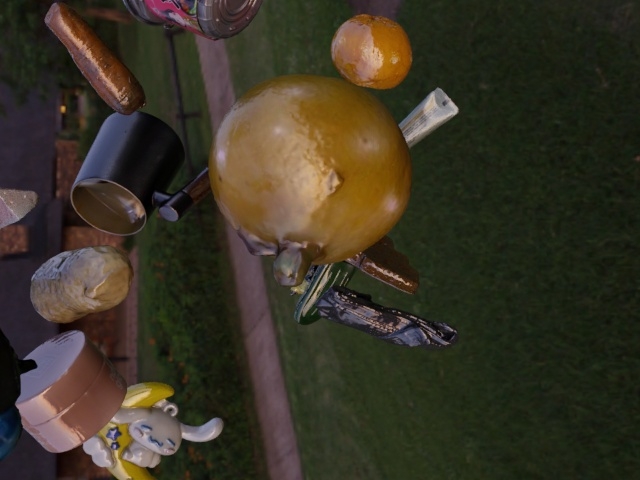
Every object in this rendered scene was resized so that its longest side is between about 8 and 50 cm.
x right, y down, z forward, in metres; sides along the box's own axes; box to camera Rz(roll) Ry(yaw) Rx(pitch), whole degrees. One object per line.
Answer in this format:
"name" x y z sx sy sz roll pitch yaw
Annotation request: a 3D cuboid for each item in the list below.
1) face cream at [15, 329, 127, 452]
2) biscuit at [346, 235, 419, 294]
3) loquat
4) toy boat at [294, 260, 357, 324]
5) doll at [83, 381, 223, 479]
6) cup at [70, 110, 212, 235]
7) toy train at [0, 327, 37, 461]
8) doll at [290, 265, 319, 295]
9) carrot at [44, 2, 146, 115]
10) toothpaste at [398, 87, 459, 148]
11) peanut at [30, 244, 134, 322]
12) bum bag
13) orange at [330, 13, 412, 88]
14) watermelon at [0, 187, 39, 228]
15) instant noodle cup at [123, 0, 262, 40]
"face cream" -0.371 0.217 1.136 0.104 0.149 0.149 57 175 -26
"biscuit" 0.090 0.025 1.576 0.301 0.278 0.043 45 111 46
"loquat" -0.022 -0.091 1.236 0.328 0.329 0.359 126 158 -57
"toy boat" 0.012 0.101 1.709 0.052 0.104 0.210 43 108 42
"doll" -0.372 0.414 1.676 0.237 0.252 0.111 -51 13 -1
"cup" -0.320 -0.124 1.410 0.177 0.239 0.166 -74 -33 -43
"toy train" -0.454 0.134 0.776 0.265 0.300 0.188 30 132 39
"doll" 0.000 0.000 1.843 0.086 0.117 0.291 51 -128 -59
"carrot" -0.323 -0.260 1.124 0.186 0.060 0.060 52 170 -19
"toothpaste" 0.169 -0.209 1.609 0.255 0.067 0.037 -40 7 24
"peanut" -0.310 0.054 1.009 0.214 0.100 0.099 -15 74 55
"bum bag" 0.114 0.140 1.360 0.060 0.248 0.123 -67 7 -23
"orange" 0.051 -0.187 0.778 0.083 0.083 0.070 -131 47 -62
"watermelon" -0.670 -0.075 1.552 0.094 0.241 0.154 -67 -34 -41
"instant noodle cup" -0.213 -0.485 1.437 0.258 0.182 0.302 -60 -20 4
